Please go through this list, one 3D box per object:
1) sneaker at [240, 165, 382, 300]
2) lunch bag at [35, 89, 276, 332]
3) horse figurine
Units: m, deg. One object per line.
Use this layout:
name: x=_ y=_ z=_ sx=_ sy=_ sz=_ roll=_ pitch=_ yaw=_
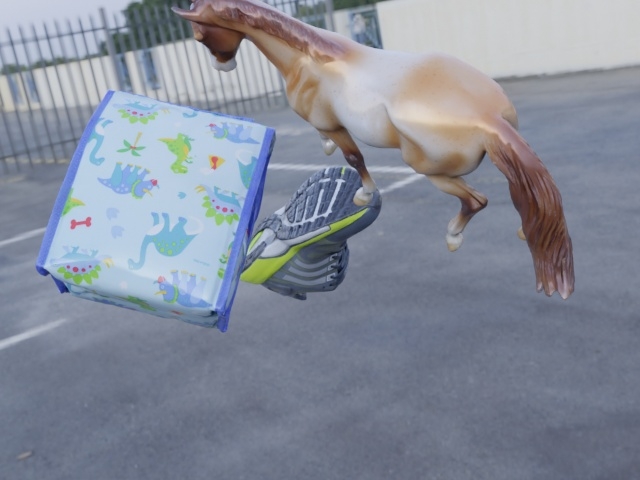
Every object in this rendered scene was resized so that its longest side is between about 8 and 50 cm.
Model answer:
sneaker: x=0.000 y=0.000 z=1.041 sx=0.300 sy=0.121 sz=0.111 roll=-31 pitch=35 yaw=55
lunch bag: x=-0.109 y=-0.025 z=0.557 sx=0.128 sy=0.151 sz=0.096 roll=13 pitch=-16 yaw=-3
horse figurine: x=0.047 y=-0.066 z=0.483 sx=0.263 sy=0.174 sz=0.066 roll=29 pitch=71 yaw=32
